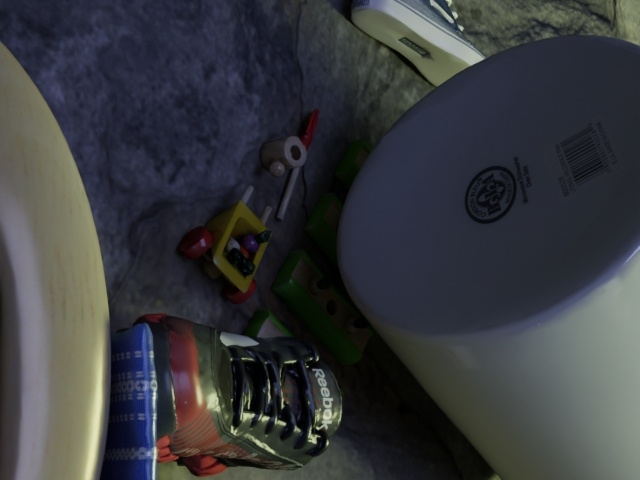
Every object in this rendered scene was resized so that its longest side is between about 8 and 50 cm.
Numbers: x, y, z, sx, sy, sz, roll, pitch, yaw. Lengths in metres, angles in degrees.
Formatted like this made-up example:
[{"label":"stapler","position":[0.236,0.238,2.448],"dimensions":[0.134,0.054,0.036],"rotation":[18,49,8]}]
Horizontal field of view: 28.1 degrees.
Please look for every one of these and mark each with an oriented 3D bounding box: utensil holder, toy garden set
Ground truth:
[{"label":"utensil holder","position":[0.235,0.065,1.094],"dimensions":[0.385,0.327,0.328],"rotation":[48,52,-37]},{"label":"toy garden set","position":[0.000,0.000,1.090],"dimensions":[0.204,0.049,0.244],"rotation":[49,52,-29]}]

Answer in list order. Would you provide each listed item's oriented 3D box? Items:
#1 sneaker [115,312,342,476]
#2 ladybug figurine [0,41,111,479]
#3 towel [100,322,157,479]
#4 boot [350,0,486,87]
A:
[{"label":"sneaker","position":[-0.056,0.104,0.867],"dimensions":[0.276,0.135,0.098],"rotation":[65,20,-73]},{"label":"ladybug figurine","position":[-0.270,0.068,0.683],"dimensions":[0.305,0.162,0.449],"rotation":[6,80,-16]},{"label":"towel","position":[-0.161,0.227,0.752],"dimensions":[0.040,0.243,0.336],"rotation":[7,77,-31]},{"label":"boot","position":[0.112,-0.212,1.227],"dimensions":[0.190,0.069,0.086],"rotation":[31,65,-37]}]
